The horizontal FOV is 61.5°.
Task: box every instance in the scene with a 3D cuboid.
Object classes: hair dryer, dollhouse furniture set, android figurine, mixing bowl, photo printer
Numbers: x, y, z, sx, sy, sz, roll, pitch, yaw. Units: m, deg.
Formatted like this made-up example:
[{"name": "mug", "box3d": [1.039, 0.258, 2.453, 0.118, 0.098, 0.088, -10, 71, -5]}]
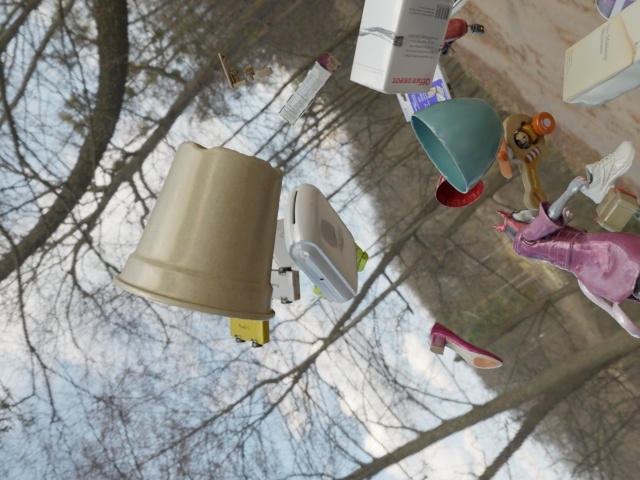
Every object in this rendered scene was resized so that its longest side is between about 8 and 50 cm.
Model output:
[{"name": "hair dryer", "box3d": [0.494, -0.786, 2.123, 0.293, 0.223, 0.080, -2, -109, -40]}, {"name": "dollhouse furniture set", "box3d": [0.828, -0.030, 1.326, 0.259, 0.262, 0.135, 30, -153, 10]}, {"name": "android figurine", "box3d": [0.076, 0.109, 2.006, 0.248, 0.273, 0.056, -24, -123, -32]}, {"name": "mixing bowl", "box3d": [0.525, -0.222, 2.058, 0.181, 0.181, 0.098, 41, -145, -38]}, {"name": "dollhouse furniture set", "box3d": [-0.264, -0.631, 1.920, 0.144, 0.151, 0.123, -99, -11, -71]}, {"name": "photo printer", "box3d": [0.000, 0.000, 1.554, 0.307, 0.107, 0.256, 52, -153, -39]}]

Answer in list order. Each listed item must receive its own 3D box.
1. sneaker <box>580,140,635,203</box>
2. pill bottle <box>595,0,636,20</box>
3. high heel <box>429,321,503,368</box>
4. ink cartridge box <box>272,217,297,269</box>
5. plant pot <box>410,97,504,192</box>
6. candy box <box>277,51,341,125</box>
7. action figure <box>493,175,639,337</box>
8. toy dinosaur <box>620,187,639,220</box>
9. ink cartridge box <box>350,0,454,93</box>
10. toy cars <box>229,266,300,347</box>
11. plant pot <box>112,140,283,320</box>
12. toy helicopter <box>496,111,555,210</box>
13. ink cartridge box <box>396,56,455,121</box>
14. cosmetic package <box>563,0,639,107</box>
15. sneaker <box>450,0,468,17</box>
[{"name": "sneaker", "box3d": [0.986, -0.250, 1.859, 0.115, 0.232, 0.090, 29, -168, 2]}, {"name": "pill bottle", "box3d": [0.891, -0.738, 1.526, 0.181, 0.181, 0.323, 56, -164, 12]}, {"name": "high heel", "box3d": [0.485, 0.346, 1.787, 0.117, 0.244, 0.082, -67, -19, -44]}, {"name": "ink cartridge box", "box3d": [-0.164, 0.054, 1.823, 0.171, 0.233, 0.168, -19, -106, -42]}, {"name": "plant pot", "box3d": [0.436, -0.317, 1.632, 0.290, 0.195, 0.290, 55, -176, -5]}, {"name": "candy box", "box3d": [-0.037, -0.525, 1.862, 0.071, 0.233, 0.159, 39, -148, -9]}, {"name": "action figure", "box3d": [0.536, 0.028, 1.144, 0.370, 0.275, 0.248, 19, 173, 38]}, {"name": "toy dinosaur", "box3d": [0.942, -0.061, 1.464, 0.268, 0.118, 0.064, 53, 166, 38]}, {"name": "ink cartridge box", "box3d": [0.194, -0.490, 1.243, 0.198, 0.273, 0.115, -15, -143, -44]}, {"name": "toy cars", "box3d": [-0.149, 0.188, 1.560, 0.087, 0.393, 0.176, -5, -128, -40]}, {"name": "plant pot", "box3d": [-0.218, -0.027, 1.110, 0.334, 0.305, 0.334, 14, 178, 0]}, {"name": "toy helicopter", "box3d": [0.729, -0.280, 1.924, 0.140, 0.235, 0.355, 161, 99, -66]}, {"name": "ink cartridge box", "box3d": [0.376, -0.572, 1.995, 0.045, 0.208, 0.206, -33, -76, -44]}, {"name": "cosmetic package", "box3d": [0.753, -0.464, 1.349, 0.309, 0.113, 0.160, 145, 131, -79]}, {"name": "sneaker", "box3d": [0.479, -0.860, 1.766, 0.127, 0.321, 0.126, 44, -158, -8]}]
